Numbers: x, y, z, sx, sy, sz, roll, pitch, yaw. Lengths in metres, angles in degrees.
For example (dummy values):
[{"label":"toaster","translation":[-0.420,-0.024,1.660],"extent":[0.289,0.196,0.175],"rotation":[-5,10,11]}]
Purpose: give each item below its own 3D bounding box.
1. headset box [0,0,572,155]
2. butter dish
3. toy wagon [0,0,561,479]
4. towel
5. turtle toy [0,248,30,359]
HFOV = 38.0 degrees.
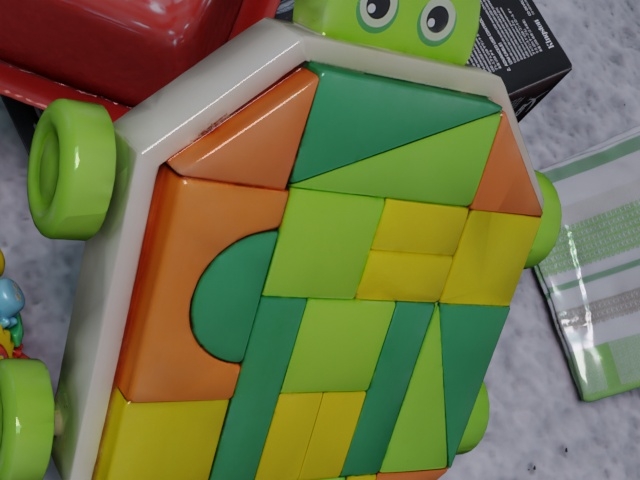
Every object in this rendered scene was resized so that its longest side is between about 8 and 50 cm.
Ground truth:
[{"label":"headset box","translation":[-0.039,-0.119,0.550],"extent":[0.293,0.110,0.218],"rotation":[-25,80,-19]},{"label":"butter dish","translation":[-0.093,-0.142,0.422],"extent":[0.159,0.118,0.160],"rotation":[20,69,-5]},{"label":"toy wagon","translation":[0.000,0.000,0.434],"extent":[0.267,0.068,0.345],"rotation":[4,112,-34]},{"label":"towel","translation":[0.186,0.012,0.570],"extent":[0.023,0.113,0.152],"rotation":[7,63,-55]},{"label":"turtle toy","translation":[-0.184,0.064,0.466],"extent":[0.066,0.130,0.095],"rotation":[21,33,30]}]
